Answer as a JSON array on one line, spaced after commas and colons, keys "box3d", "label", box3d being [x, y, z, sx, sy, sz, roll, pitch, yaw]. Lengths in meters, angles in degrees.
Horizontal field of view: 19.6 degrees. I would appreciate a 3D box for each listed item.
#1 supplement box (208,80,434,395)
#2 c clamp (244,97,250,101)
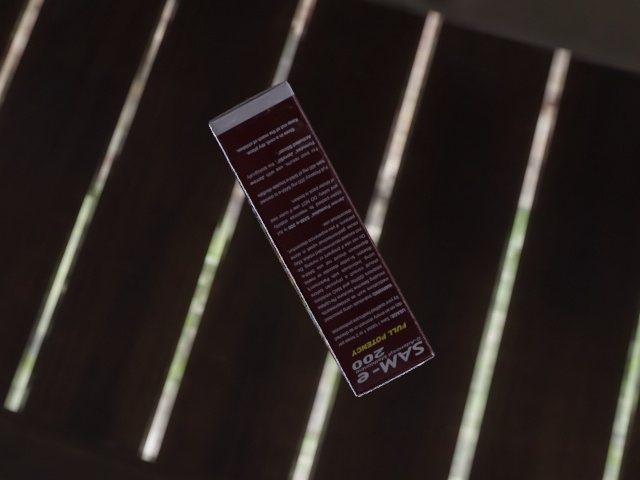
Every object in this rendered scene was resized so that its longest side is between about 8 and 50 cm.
[{"box3d": [0.000, 0.000, 1.459, 0.239, 0.073, 0.130, 61, 179, 1], "label": "supplement box"}, {"box3d": [-0.035, -0.055, 1.785, 0.022, 0.137, 0.160, -26, 104, 13], "label": "c clamp"}]
